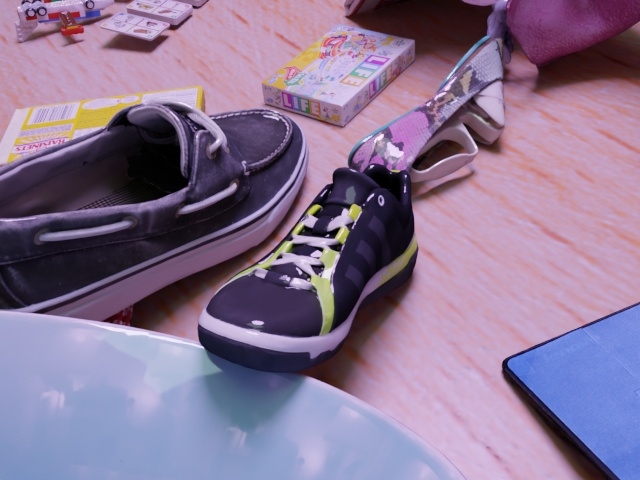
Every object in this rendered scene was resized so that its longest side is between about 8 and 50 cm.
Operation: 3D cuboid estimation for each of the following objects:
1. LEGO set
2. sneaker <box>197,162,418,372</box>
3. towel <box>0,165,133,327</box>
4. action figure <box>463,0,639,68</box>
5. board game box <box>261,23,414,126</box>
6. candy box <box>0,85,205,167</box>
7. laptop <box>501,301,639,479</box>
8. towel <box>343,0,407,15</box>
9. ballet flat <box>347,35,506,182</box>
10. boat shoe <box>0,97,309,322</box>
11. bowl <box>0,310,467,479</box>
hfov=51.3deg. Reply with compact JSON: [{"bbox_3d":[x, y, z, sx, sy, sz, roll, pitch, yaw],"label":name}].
[{"bbox_3d":[-0.296,-0.323,0.926,0.244,0.060,0.182,16,43,11],"label":"LEGO set"},{"bbox_3d":[0.000,0.000,0.439,0.084,0.097,0.235,13,23,24],"label":"sneaker"},{"bbox_3d":[-0.240,0.022,0.546,0.199,0.031,0.274,-6,42,1],"label":"towel"},{"bbox_3d":[0.344,-0.304,0.623,0.370,0.276,0.247,-9,66,41],"label":"action figure"},{"bbox_3d":[0.023,-0.187,0.739,0.104,0.026,0.154,22,50,27],"label":"board game box"},{"bbox_3d":[-0.224,-0.113,0.690,0.206,0.027,0.105,-7,45,0],"label":"candy box"},{"bbox_3d":[0.352,0.029,0.269,0.382,0.408,0.236,-20,67,-13],"label":"laptop"},{"bbox_3d":[0.204,-0.364,0.793,0.329,0.037,0.237,-20,-1,-13],"label":"towel"},{"bbox_3d":[0.120,-0.107,0.617,0.079,0.077,0.221,40,63,17],"label":"ballet flat"},{"bbox_3d":[-0.112,-0.045,0.504,0.121,0.119,0.335,31,43,17],"label":"boat shoe"},{"bbox_3d":[-0.107,0.140,0.251,0.312,0.163,0.311,13,4,-1],"label":"bowl"}]
